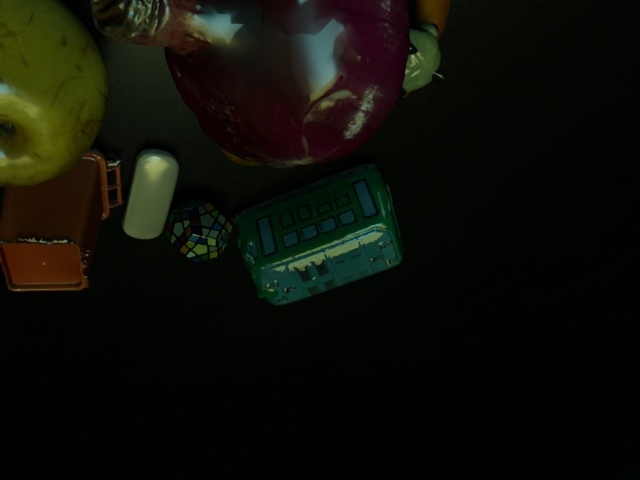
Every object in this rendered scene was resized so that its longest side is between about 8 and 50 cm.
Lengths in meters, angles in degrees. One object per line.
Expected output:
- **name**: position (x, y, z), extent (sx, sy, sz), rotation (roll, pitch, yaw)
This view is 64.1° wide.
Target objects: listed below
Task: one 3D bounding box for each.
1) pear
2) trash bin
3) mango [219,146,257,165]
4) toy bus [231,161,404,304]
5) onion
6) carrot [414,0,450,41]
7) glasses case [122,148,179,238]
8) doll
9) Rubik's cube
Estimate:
- **pear**: position (-0.415, -0.202, 0.664), extent (0.280, 0.281, 0.281), rotation (-9, 137, -9)
- **trash bin**: position (-0.427, -0.038, 0.848), extent (0.184, 0.239, 0.161), rotation (-1, 136, -19)
- **mango**: position (-0.104, -0.186, 0.913), extent (0.163, 0.090, 0.111), rotation (-10, 150, -23)
- **toy bus**: position (0.000, 0.000, 1.063), extent (0.343, 0.200, 0.184), rotation (-20, 139, 6)
- **onion**: position (-0.085, -0.254, 0.621), extent (0.385, 0.348, 0.348), rotation (-13, 146, -47)
- **carrot**: position (0.175, -0.355, 0.849), extent (0.066, 0.062, 0.271), rotation (-39, 149, -25)
- **glasses case**: position (-0.324, -0.084, 0.971), extent (0.080, 0.051, 0.204), rotation (9, 129, -28)
- **doll**: position (0.084, -0.273, 0.832), extent (0.234, 0.135, 0.144), rotation (-19, 136, 11)
- **Rubik's cube**: position (-0.242, -0.020, 1.022), extent (0.111, 0.133, 0.133), rotation (16, 135, 7)
